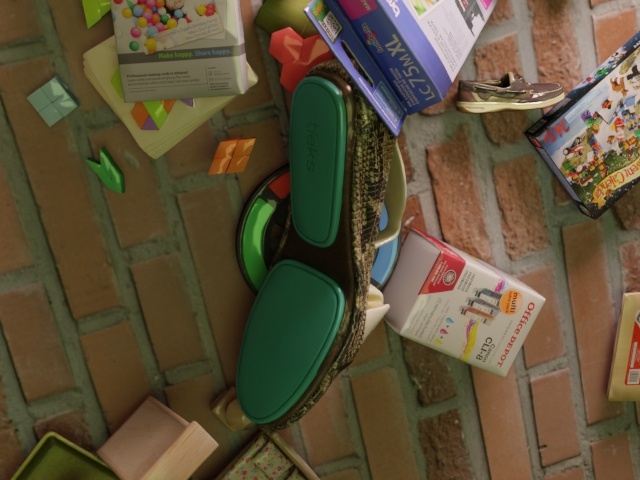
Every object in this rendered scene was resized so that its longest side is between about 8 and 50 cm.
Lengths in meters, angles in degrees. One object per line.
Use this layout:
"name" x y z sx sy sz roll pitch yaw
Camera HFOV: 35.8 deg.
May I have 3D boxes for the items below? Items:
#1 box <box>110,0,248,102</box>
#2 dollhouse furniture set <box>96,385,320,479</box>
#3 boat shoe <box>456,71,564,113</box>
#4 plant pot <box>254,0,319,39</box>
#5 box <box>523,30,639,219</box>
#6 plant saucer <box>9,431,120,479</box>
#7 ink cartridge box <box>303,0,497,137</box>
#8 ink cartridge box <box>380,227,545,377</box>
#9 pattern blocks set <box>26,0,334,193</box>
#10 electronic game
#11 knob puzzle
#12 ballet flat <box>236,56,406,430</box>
"box" -0.164 -0.256 1.136 0.145 0.038 0.186 -2 106 6
"dollhouse furniture set" -0.129 0.386 1.293 0.303 0.174 0.355 -46 111 -16
"boat shoe" 0.257 -0.202 1.335 0.152 0.056 0.049 -9 112 -12
"plant pot" -0.037 -0.276 1.231 0.079 0.083 0.083 26 97 -8
"box" 0.422 -0.165 1.395 0.233 0.044 0.159 -42 111 -1
"plant saucer" -0.343 0.365 1.338 0.188 0.045 0.188 37 93 -21
"ink cartridge box" 0.107 -0.280 1.167 0.186 0.065 0.311 53 44 -21
"ink cartridge box" 0.188 0.085 1.357 0.176 0.127 0.128 23 97 -20
"pattern blocks set" -0.176 -0.201 1.193 0.285 0.026 0.325 44 101 -12
"electronic game" 0.000 0.000 1.327 0.229 0.048 0.229 -4 106 -13
"knob puzzle" 0.534 0.159 1.521 0.213 0.030 0.213 -4 105 -14
"ballet flat" 0.025 0.013 1.240 0.182 0.164 0.483 -7 116 -43
